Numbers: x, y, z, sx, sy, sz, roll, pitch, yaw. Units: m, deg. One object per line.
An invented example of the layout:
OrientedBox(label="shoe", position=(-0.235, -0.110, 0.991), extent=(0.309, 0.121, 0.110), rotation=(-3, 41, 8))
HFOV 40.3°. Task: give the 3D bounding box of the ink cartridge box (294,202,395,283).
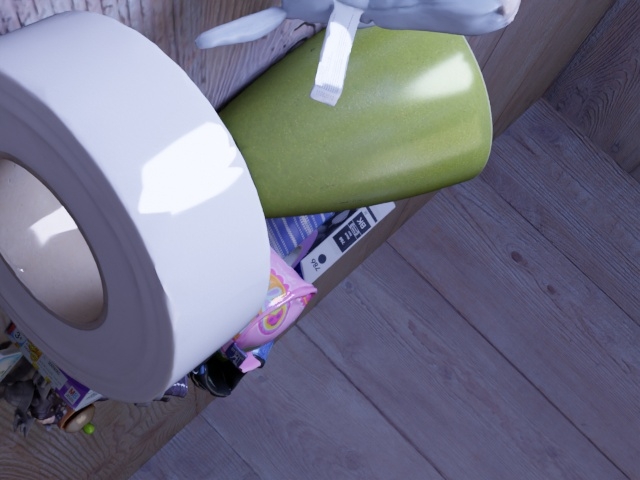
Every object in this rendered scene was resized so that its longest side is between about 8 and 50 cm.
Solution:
OrientedBox(label="ink cartridge box", position=(0.000, 0.000, 1.934), extent=(0.333, 0.065, 0.165), rotation=(-43, -156, -21))

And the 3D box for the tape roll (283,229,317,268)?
OrientedBox(label="tape roll", position=(-0.133, 0.046, 1.711), extent=(0.275, 0.090, 0.275), rotation=(-43, 170, -10))

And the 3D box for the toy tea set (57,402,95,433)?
OrientedBox(label="toy tea set", position=(-0.320, 0.211, 1.498), extent=(0.336, 0.124, 0.200), rotation=(-48, 170, 18))

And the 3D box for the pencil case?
OrientedBox(label="pencil case", position=(-0.133, -0.003, 0.892), extent=(0.124, 0.284, 0.124), rotation=(-39, 166, -11))

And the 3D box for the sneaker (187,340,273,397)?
OrientedBox(label="sneaker", position=(-0.222, 0.213, 1.598), extent=(0.330, 0.130, 0.147), rotation=(-22, -136, 35))

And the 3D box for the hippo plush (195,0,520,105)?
OrientedBox(label="hippo plush", position=(0.067, -0.258, 0.813), extent=(0.236, 0.234, 0.294), rotation=(-60, 175, -83))

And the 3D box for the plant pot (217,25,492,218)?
OrientedBox(label="plant pot", position=(0.019, -0.146, 1.121), extent=(0.294, 0.274, 0.274), rotation=(-25, 165, -18))

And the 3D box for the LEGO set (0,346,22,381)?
OrientedBox(label="LEGO set", position=(-0.495, 0.244, 1.107), extent=(0.244, 0.060, 0.182), rotation=(-47, 167, 14))

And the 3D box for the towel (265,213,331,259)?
OrientedBox(label="towel", position=(-0.034, -0.079, 1.498), extent=(0.336, 0.040, 0.243), rotation=(-42, 148, -15))

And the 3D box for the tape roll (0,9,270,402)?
OrientedBox(label="tape roll", position=(-0.175, -0.020, 0.654), extent=(0.100, 0.286, 0.286), rotation=(-39, 169, -37))

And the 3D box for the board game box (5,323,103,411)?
OrientedBox(label="board game box", position=(-0.247, 0.060, 1.109), extent=(0.275, 0.142, 0.144), rotation=(-49, 170, 24))

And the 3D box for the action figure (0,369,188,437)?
OrientedBox(label="action figure", position=(-0.354, 0.221, 1.331), extent=(0.285, 0.099, 0.185), rotation=(3, 144, -39))
